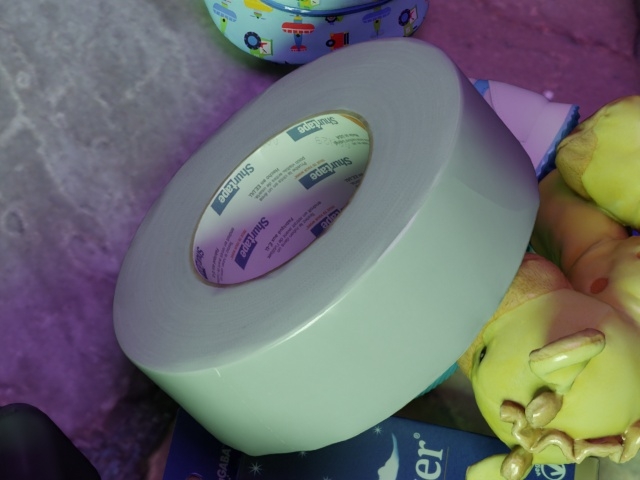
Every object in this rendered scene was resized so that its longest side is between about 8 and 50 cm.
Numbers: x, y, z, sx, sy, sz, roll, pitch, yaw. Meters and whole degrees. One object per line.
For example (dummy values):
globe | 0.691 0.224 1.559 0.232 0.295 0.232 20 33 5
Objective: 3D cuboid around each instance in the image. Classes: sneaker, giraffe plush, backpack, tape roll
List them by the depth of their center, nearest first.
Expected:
giraffe plush | 0.138 0.049 0.874 0.170 0.181 0.210 -25 33 -27
tape roll | 0.000 0.000 0.884 0.072 0.219 0.219 46 50 -31
sneaker | 0.061 -0.002 0.979 0.092 0.087 0.229 22 52 21
backpack | -0.007 -0.199 1.069 0.158 0.117 0.173 -11 63 -15

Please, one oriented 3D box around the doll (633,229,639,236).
doll | 0.224 -0.031 1.040 0.129 0.046 0.189 8 59 -8

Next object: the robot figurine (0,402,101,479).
robot figurine | -0.128 0.213 0.742 0.173 0.209 0.278 13 50 -38

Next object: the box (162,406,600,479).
box | 0.026 0.154 0.893 0.225 0.036 0.136 11 56 -1
